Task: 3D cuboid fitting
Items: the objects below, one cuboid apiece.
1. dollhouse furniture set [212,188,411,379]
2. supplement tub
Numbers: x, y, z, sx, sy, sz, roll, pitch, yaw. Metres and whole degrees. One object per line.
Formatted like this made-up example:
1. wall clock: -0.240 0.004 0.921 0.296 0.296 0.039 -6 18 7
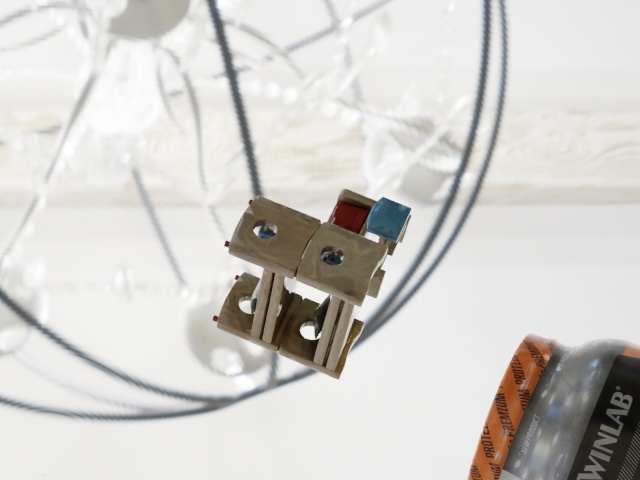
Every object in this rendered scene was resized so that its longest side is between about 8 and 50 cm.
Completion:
1. dollhouse furniture set: 0.000 0.000 1.332 0.129 0.129 0.184 22 -128 6
2. supplement tub: 0.285 0.196 1.149 0.316 0.193 0.194 19 -103 15
